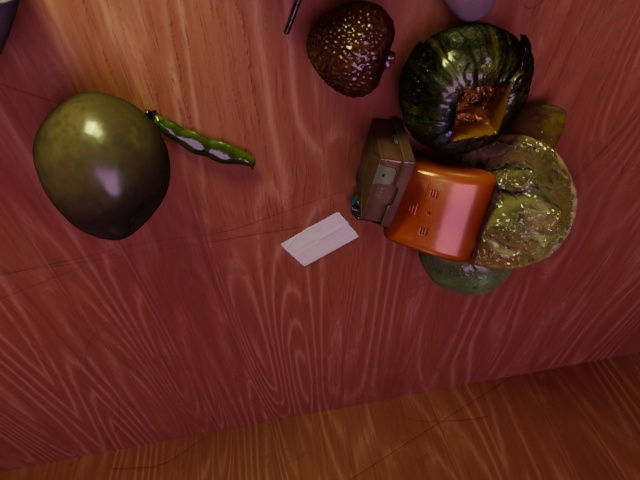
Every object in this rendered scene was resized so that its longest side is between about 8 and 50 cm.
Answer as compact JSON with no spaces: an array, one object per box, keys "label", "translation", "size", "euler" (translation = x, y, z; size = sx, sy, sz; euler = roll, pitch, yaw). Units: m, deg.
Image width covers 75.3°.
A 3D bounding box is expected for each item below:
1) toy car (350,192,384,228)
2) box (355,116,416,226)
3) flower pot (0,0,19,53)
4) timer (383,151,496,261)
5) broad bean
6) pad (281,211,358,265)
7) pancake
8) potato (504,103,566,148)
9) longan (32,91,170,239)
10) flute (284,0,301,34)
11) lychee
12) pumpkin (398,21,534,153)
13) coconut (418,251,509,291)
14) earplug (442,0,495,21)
[{"label":"toy car","translation":[0.186,-0.100,1.304],"size":[0.216,0.063,0.103],"euler":[15,129,-38]},{"label":"box","translation":[0.163,-0.183,1.103],"size":[0.086,0.215,0.215],"euler":[6,134,-7]},{"label":"flower pot","translation":[-0.661,-0.387,0.684],"size":[0.264,0.265,0.243],"euler":[20,142,-30]},{"label":"timer","translation":[0.326,-0.088,1.149],"size":[0.161,0.249,0.258],"euler":[-27,132,-56]},{"label":"broad bean","translation":[-0.300,-0.243,1.047],"size":[0.297,0.043,0.060],"euler":[20,117,-29]},{"label":"pad","translation":[0.000,0.000,1.401],"size":[0.231,0.004,0.156],"euler":[-29,134,15]},{"label":"pancake","translation":[0.481,-0.099,1.125],"size":[0.082,0.387,0.387],"euler":[-18,150,-48]},{"label":"potato","translation":[0.557,-0.256,1.176],"size":[0.176,0.141,0.298],"euler":[32,123,-21]},{"label":"longan","translation":[-0.475,-0.159,0.931],"size":[0.288,0.289,0.350],"euler":[4,142,-18]},{"label":"flute","translation":[-0.021,-0.544,0.829],"size":[0.014,0.014,0.270],"euler":[11,131,-24]},{"label":"lychee","translation":[0.070,-0.407,0.878],"size":[0.194,0.195,0.195],"euler":[-7,136,-7]},{"label":"pumpkin","translation":[0.341,-0.351,0.990],"size":[0.320,0.192,0.321],"euler":[-8,141,-6]},{"label":"coconut","translation":[0.484,0.042,1.374],"size":[0.328,0.281,0.328],"euler":[-24,159,-10]},{"label":"earplug","translation":[0.273,-0.561,0.795],"size":[0.172,0.173,0.301],"euler":[-30,141,16]}]
